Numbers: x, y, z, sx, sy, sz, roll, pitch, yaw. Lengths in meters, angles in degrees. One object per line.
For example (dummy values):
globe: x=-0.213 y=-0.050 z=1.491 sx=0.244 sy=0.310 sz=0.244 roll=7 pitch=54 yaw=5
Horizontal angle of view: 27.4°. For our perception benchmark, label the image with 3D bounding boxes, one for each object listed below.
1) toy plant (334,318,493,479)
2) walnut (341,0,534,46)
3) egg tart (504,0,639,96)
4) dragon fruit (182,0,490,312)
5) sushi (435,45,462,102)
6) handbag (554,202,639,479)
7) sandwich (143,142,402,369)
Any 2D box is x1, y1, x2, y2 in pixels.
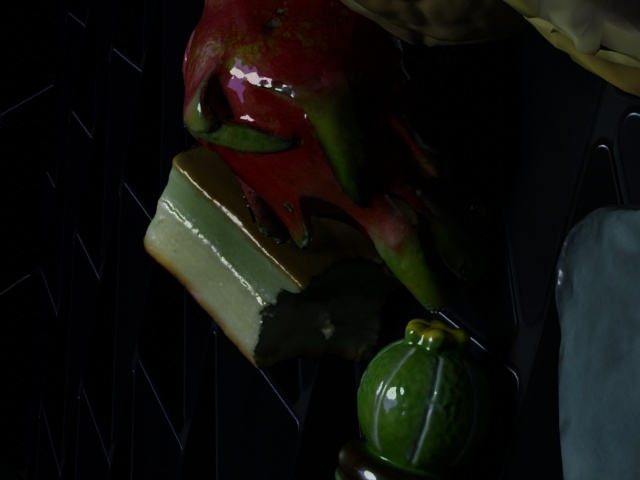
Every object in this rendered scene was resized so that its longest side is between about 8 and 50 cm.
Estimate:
toy plant: x=0.059 y=0.131 z=0.842 sx=0.093 sy=0.092 sz=0.162 roll=-145 pitch=65 yaw=-68
walnut: x=0.082 y=-0.256 z=0.715 sx=0.277 sy=0.252 sz=0.313 roll=-131 pitch=40 yaw=-52
egg tart: x=0.136 y=-0.184 z=0.407 sx=0.150 sy=0.352 sz=0.352 roll=111 pitch=158 yaw=-48
dragon fruit: x=0.020 y=-0.086 z=0.908 sx=0.198 sy=0.269 sz=0.200 roll=-40 pitch=12 yaw=32
sushi: x=0.083 y=-0.141 z=0.997 sx=0.126 sy=0.026 sz=0.120 roll=-63 pitch=28 yaw=25
handbag: x=0.193 y=0.047 z=0.550 sx=0.332 sy=0.075 sz=0.192 roll=148 pitch=125 yaw=-61
sandwich: x=0.000 y=0.000 z=1.054 sx=0.186 sy=0.220 sz=0.108 roll=43 pitch=128 yaw=22
